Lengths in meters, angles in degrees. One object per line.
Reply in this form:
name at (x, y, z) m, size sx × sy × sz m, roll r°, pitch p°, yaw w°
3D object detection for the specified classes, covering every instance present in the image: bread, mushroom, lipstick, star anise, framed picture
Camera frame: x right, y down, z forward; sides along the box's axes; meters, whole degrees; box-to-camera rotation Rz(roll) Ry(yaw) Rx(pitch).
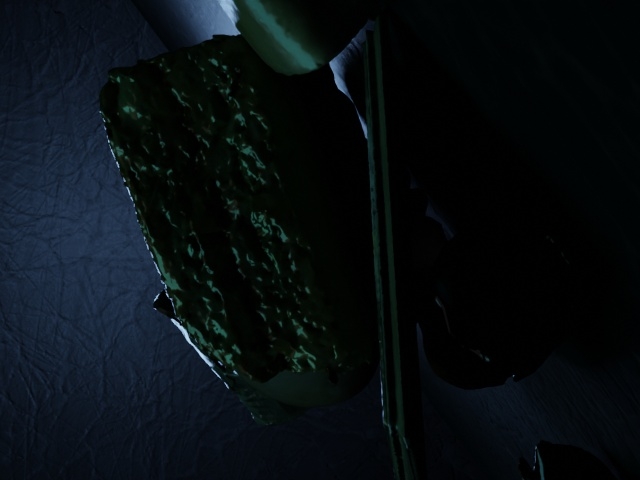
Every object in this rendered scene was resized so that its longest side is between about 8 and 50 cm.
bread at (-0.035, -0.020, 0.859) m, size 0.196 × 0.102 × 0.138 m, roll 70°, pitch -159°, yaw -8°
mushroom at (0.000, 0.000, 1.041) m, size 0.226 × 0.178 × 0.226 m, roll 176°, pitch 90°, yaw -90°
bread at (-0.049, -0.165, 0.725) m, size 0.178 × 0.060 × 0.139 m, roll 53°, pitch 180°, yaw -13°
lipstick at (0.093, 0.046, 0.866) m, size 0.077 × 0.077 × 0.418 m, roll 53°, pitch 179°, yaw 8°
star anise at (0.210, 0.203, 1.106) m, size 0.168 × 0.057 × 0.168 m, roll 44°, pitch 180°, yaw 0°
framed picture at (0.041, 0.037, 0.800) m, size 0.274 × 0.017 × 0.217 m, roll 77°, pitch -170°, yaw -67°

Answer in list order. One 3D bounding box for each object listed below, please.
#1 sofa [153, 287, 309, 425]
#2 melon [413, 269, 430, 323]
sofa at (-0.045, 0.039, 1.555) m, size 0.210 × 0.225 × 0.176 m, roll 52°, pitch 175°, yaw -39°
melon at (0.036, 0.035, 1.290) m, size 0.114 × 0.114 × 0.167 m, roll 54°, pitch 177°, yaw -10°
